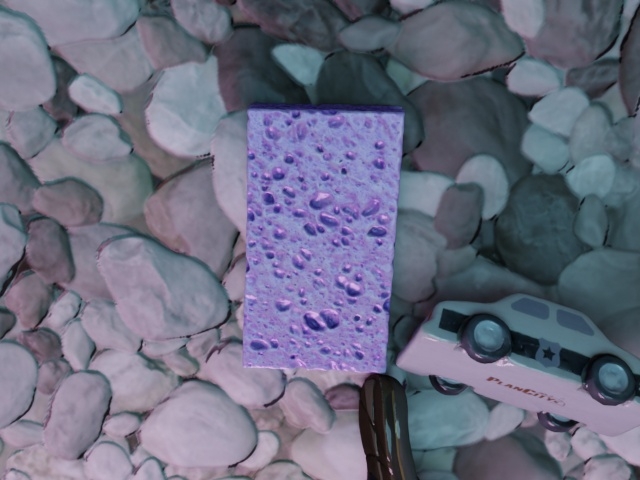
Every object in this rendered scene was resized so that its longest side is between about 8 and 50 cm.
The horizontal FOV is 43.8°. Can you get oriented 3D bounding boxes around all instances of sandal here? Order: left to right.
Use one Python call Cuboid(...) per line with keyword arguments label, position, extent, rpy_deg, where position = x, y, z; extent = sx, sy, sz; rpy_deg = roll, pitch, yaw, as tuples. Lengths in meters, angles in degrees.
Cuboid(label="sandal", position=(0.072, 0.212, 0.662), extent=(0.060, 0.090, 0.219), rpy_deg=(-8, 100, -18))

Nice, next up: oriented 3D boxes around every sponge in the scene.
Cuboid(label="sponge", position=(0.000, 0.000, 0.618), extent=(0.117, 0.031, 0.210), rpy_deg=(3, 107, 2))

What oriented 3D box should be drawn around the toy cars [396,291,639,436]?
Cuboid(label="toy cars", position=(0.246, 0.076, 0.551), extent=(0.393, 0.087, 0.176), rpy_deg=(-3, 146, 33))
